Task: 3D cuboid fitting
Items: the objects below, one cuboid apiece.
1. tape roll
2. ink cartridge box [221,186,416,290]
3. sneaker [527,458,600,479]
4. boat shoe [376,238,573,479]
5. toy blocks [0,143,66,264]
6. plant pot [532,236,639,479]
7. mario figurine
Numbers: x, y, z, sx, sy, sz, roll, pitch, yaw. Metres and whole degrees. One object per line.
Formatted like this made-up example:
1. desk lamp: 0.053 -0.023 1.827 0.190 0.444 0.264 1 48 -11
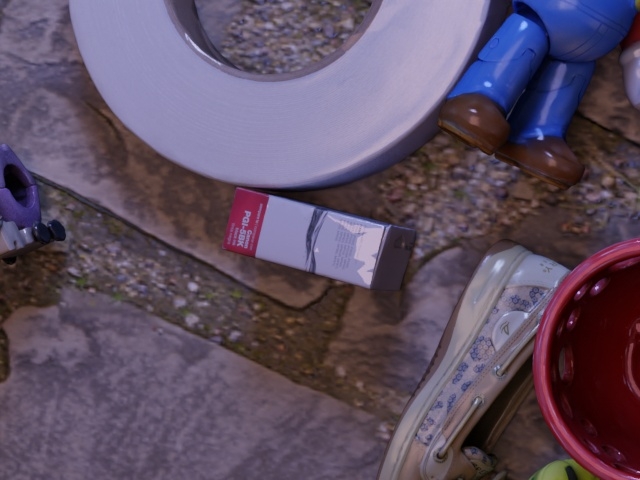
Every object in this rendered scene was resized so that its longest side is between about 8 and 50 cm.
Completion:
1. tape roll: -0.028 -0.234 1.557 0.392 0.072 0.392 -1 87 18
2. ink cartridge box: 0.000 0.000 1.521 0.135 0.099 0.056 15 92 18
3. sneaker: 0.213 0.324 1.435 0.123 0.109 0.296 -37 56 51
4. boat shoe: 0.124 0.142 1.473 0.089 0.104 0.285 25 94 20
5. toy blocks: -0.447 -0.052 1.566 0.309 0.288 0.260 -24 86 18
6. plant pot: 0.269 0.094 1.393 0.191 0.174 0.191 -1 88 17
7. mario figurine: 0.219 -0.202 1.415 0.170 0.198 0.321 27 95 22
